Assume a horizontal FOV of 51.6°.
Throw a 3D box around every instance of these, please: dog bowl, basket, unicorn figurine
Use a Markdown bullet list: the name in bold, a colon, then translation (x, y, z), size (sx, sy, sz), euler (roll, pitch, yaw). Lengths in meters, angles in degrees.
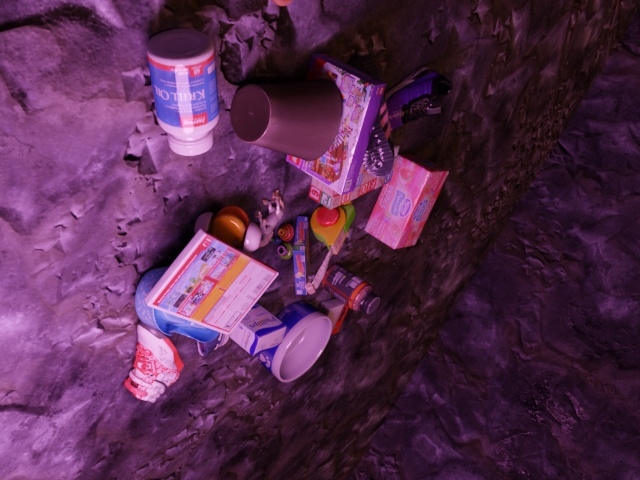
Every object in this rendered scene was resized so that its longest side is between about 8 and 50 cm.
- **dog bowl**: translation (-0.085, 0.337, 2.219), size (0.265, 0.104, 0.265), euler (-39, 148, -30)
- **basket**: translation (-0.083, -0.285, 1.522), size (0.227, 0.154, 0.204), euler (-6, 124, -51)
- **dog bowl**: translation (-0.335, 0.152, 1.607), size (0.297, 0.074, 0.166), euler (32, 67, -62)
- **unicorn figurine**: translation (-0.142, -0.048, 1.767), size (0.162, 0.060, 0.111), euler (-47, 150, -16)

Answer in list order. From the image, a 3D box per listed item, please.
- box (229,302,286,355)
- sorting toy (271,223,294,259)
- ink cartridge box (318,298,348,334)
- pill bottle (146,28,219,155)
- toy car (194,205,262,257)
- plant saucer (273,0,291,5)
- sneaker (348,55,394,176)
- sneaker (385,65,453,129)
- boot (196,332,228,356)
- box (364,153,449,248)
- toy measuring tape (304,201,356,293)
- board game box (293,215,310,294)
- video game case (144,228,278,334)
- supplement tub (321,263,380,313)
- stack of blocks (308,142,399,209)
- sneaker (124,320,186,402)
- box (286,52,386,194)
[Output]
- **box**: translation (-0.192, 0.255, 1.925), size (0.126, 0.137, 0.072), euler (-16, 132, -51)
- **sorting toy**: translation (-0.110, 0.003, 1.873), size (0.042, 0.061, 0.102), euler (2, 95, -58)
- **ink cartridge box**: translation (0.050, 0.299, 2.448), size (0.232, 0.066, 0.189), euler (-3, 122, -52)
- **pill bottle**: translation (-0.258, -0.278, 1.271), size (0.124, 0.124, 0.221), euler (-37, 146, -32)
- **toy car**: translation (-0.228, -0.001, 1.624), size (0.136, 0.159, 0.182), euler (-82, -173, -61)
- **plant saucer**: translation (-0.073, -0.540, 1.405), size (0.083, 0.013, 0.083), euler (-37, 147, -30)
- **sneaker**: translation (0.131, -0.336, 1.793), size (0.131, 0.112, 0.319), euler (-63, 145, -73)
- **sneaker**: translation (0.287, -0.407, 1.971), size (0.293, 0.146, 0.102), euler (-45, 150, -21)
- **boot**: translation (-0.295, 0.242, 1.821), size (0.086, 0.069, 0.190), euler (-36, 148, -38)
- **box**: translation (0.294, -0.136, 2.274), size (0.154, 0.142, 0.300), euler (-8, 127, -53)
- **toy measuring tape**: translation (0.000, 0.000, 1.951), size (0.330, 0.121, 0.121), euler (-62, 156, -23)
- **board game box**: translation (-0.055, 0.047, 1.953), size (0.201, 0.035, 0.136), euler (89, 5, -48)
- **video game case**: translation (-0.243, 0.105, 1.532), size (0.204, 0.025, 0.285), euler (-51, 143, 4)
- **supplement tub**: translation (0.105, 0.169, 2.239), size (0.106, 0.198, 0.106), euler (-38, 148, -29)
- **stack of blocks**: translation (0.108, -0.224, 1.945), size (0.297, 0.087, 0.171), euler (-27, 140, -43)
- **sneaker**: translation (-0.433, 0.314, 1.660), size (0.145, 0.090, 0.270), euler (-46, 153, -23)
- **box**: translation (0.032, -0.288, 1.638), size (0.057, 0.201, 0.293), euler (-21, 137, -46)
